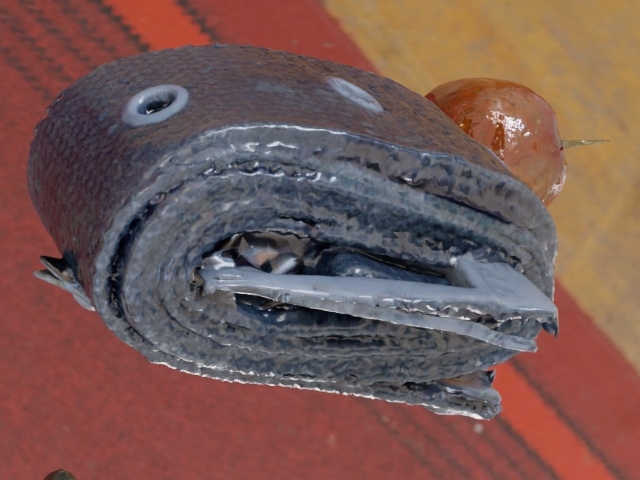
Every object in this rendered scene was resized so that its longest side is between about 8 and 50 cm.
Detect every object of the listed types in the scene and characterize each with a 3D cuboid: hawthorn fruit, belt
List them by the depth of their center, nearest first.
[{"bbox_3d":[-0.001,0.000,0.708,0.218,0.128,0.122,10,112,-32],"label":"belt"},{"bbox_3d":[0.126,-0.063,1.318,0.140,0.125,0.125,-23,114,-35],"label":"hawthorn fruit"}]

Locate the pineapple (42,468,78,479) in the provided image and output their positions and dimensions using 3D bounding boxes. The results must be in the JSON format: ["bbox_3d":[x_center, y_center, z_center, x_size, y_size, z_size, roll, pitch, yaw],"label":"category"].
[{"bbox_3d":[-0.094,0.096,0.326,0.237,0.111,0.119,10,95,-41],"label":"pineapple"}]
